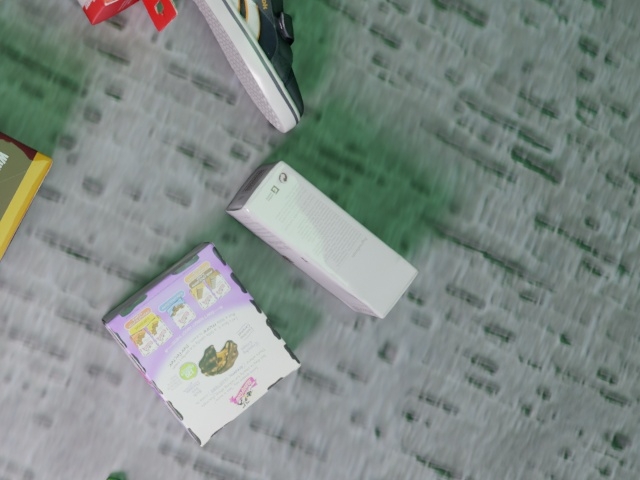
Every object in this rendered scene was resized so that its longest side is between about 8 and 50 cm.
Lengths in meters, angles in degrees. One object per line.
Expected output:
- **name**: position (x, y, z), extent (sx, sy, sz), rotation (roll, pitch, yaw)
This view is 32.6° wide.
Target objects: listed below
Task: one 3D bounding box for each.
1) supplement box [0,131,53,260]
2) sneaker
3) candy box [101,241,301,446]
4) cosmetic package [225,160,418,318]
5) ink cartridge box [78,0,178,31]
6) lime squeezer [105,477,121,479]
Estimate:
- **supplement box**: position (-0.439, -0.052, 1.251), extent (0.194, 0.129, 0.191), rotation (28, 82, -16)
- **sneaker**: position (-0.085, -0.297, 1.362), extent (0.127, 0.126, 0.321), rotation (-32, 98, -9)
- **candy box**: position (-0.149, 0.128, 1.376), extent (0.165, 0.070, 0.196), rotation (-38, 101, -14)
- **cosmetic package**: position (0.000, 0.000, 1.399), extent (0.231, 0.117, 0.085), rotation (39, 80, -13)
- **ink cartridge box**: position (-0.267, -0.343, 1.298), extent (0.078, 0.134, 0.231), rotation (-33, 100, -15)
- **lime squeezer**: position (-0.231, 0.459, 1.363), extent (0.110, 0.059, 0.310), rotation (8, 89, -18)
